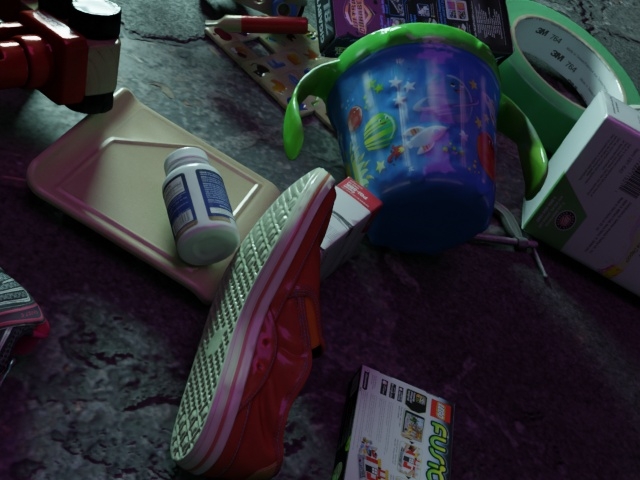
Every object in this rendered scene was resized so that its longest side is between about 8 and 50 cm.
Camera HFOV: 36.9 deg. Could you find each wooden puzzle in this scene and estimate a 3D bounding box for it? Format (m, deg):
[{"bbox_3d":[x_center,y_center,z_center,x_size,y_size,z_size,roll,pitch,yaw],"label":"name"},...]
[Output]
[{"bbox_3d":[-0.179,-0.053,1.080,0.239,0.044,0.221,35,39,-2],"label":"wooden puzzle"}]

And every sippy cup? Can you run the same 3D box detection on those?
[{"bbox_3d":[0.123,-0.113,1.206,0.306,0.240,0.224,-12,54,14],"label":"sippy cup"}]

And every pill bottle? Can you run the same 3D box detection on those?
[{"bbox_3d":[-0.130,-0.039,1.013,0.067,0.067,0.120,3,50,-30],"label":"pill bottle"}]

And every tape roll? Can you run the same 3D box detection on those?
[{"bbox_3d":[0.399,-0.272,1.619,0.321,0.077,0.321,20,44,-20],"label":"tape roll"}]

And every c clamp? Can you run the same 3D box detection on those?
[{"bbox_3d":[0.230,-0.017,1.313,0.161,0.022,0.137,11,44,-23],"label":"c clamp"}]

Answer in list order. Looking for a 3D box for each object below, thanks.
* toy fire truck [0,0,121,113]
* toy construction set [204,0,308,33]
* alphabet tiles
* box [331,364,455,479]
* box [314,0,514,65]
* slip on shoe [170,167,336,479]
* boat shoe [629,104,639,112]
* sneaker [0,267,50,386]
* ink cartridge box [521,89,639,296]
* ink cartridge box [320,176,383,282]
[{"bbox_3d":[-0.370,-0.197,1.038,0.246,0.158,0.217,-19,44,-42],"label":"toy fire truck"},{"bbox_3d":[-0.138,-0.409,1.367,0.237,0.257,0.308,0,49,-3],"label":"toy construction set"},{"bbox_3d":[-0.026,-0.252,1.407,0.237,0.009,0.198,45,41,16],"label":"alphabet tiles"},{"bbox_3d":[0.071,0.228,0.946,0.114,0.036,0.207,24,40,-9],"label":"box"},{"bbox_3d":[0.131,-0.410,1.440,0.293,0.073,0.295,0,74,-21],"label":"box"},{"bbox_3d":[-0.044,0.077,0.928,0.101,0.123,0.331,29,60,-21],"label":"slip on shoe"},{"bbox_3d":[0.595,-0.134,1.552,0.500,0.186,0.156,7,40,-34],"label":"boat shoe"},{"bbox_3d":[-0.313,0.127,0.749,0.112,0.121,0.299,43,41,-19],"label":"sneaker"},{"bbox_3d":[0.453,-0.045,1.336,0.278,0.201,0.117,29,29,-3],"label":"ink cartridge box"},{"bbox_3d":[0.000,0.000,1.088,0.056,0.099,0.135,39,40,11],"label":"ink cartridge box"}]
